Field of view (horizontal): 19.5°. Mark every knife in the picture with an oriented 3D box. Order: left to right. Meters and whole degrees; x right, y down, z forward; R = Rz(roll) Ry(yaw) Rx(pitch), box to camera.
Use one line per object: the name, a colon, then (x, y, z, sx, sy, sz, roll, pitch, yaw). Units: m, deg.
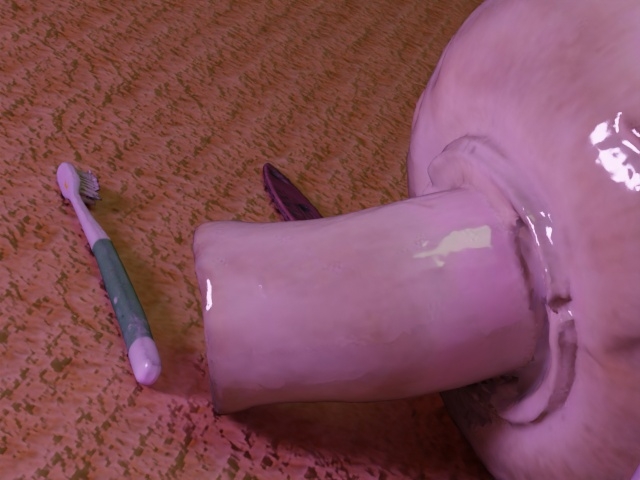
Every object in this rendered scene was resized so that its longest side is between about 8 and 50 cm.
knife: (0.000, 0.000, 1.277, 0.035, 0.018, 0.247, 8, 23, -28)

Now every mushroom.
mushroom: (0.133, 0.016, 1.034, 0.315, 0.356, 0.315, 36, 45, -46)

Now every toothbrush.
toothbrush: (-0.125, 0.014, 1.102, 0.024, 0.018, 0.257, 21, 19, -26)

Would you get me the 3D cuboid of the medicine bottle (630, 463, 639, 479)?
medicine bottle: (0.207, 0.144, 0.722, 0.202, 0.315, 0.202, 20, 22, -9)
